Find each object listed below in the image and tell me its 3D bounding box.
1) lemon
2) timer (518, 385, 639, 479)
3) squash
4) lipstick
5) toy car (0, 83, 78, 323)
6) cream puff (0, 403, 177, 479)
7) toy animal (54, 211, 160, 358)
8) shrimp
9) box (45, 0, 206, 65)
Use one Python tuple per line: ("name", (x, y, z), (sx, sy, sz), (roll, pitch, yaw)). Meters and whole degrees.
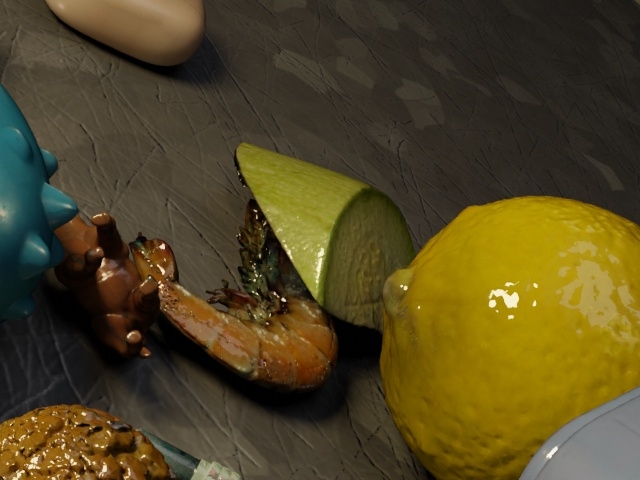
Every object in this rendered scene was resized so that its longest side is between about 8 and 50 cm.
("lemon", (0.220, 0.118, 1.180), (0.336, 0.336, 0.336), (26, 32, -18))
("timer", (0.338, 0.282, 1.024), (0.395, 0.395, 0.173), (9, 15, -39))
("squash", (0.000, 0.000, 1.319), (0.237, 0.155, 0.204), (26, 65, -60))
("lipstick", (-0.122, 0.179, 1.007), (0.116, 0.037, 0.037), (28, 31, -4))
("toy car", (-0.289, -0.030, 0.966), (0.190, 0.188, 0.255), (16, 36, -38))
("cream puff", (-0.165, 0.182, 0.873), (0.165, 0.115, 0.150), (29, 29, -16))
("toy animal", (-0.213, -0.003, 1.089), (0.224, 0.066, 0.230), (61, -15, -9))
("shrimp", (-0.087, 0.030, 1.217), (0.222, 0.054, 0.290), (23, 31, -23))
("box", (-0.227, -0.281, 1.463), (0.200, 0.088, 0.146), (22, 34, -21))
